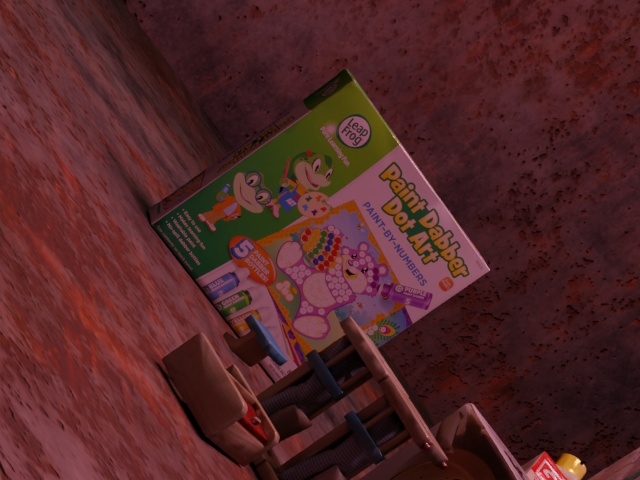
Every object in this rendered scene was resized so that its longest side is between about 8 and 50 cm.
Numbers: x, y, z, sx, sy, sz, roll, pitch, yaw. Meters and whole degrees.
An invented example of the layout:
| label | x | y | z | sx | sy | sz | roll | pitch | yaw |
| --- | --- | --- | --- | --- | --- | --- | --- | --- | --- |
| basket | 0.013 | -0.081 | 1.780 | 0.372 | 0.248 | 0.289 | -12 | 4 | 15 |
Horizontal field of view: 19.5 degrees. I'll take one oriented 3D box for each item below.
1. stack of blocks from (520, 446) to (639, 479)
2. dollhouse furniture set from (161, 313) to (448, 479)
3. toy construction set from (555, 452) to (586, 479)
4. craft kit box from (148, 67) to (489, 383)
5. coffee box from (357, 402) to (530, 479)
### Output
| label | x | y | z | sx | sy | sz | roll | pitch | yaw |
| --- | --- | --- | --- | --- | --- | --- | --- | --- | --- |
| stack of blocks | 0.218 | 0.276 | 1.622 | 0.171 | 0.297 | 0.087 | 53 | 31 | 2 |
| dollhouse furniture set | -0.007 | 0.132 | 1.418 | 0.129 | 0.129 | 0.184 | 56 | 3 | 29 |
| toy construction set | 0.202 | 0.337 | 1.886 | 0.215 | 0.151 | 0.328 | 10 | -54 | 42 |
| craft kit box | 0.000 | 0.000 | 1.859 | 0.250 | 0.246 | 0.061 | 53 | 3 | -19 |
| coffee box | 0.126 | 0.286 | 1.423 | 0.119 | 0.168 | 0.297 | 52 | 5 | -35 |
